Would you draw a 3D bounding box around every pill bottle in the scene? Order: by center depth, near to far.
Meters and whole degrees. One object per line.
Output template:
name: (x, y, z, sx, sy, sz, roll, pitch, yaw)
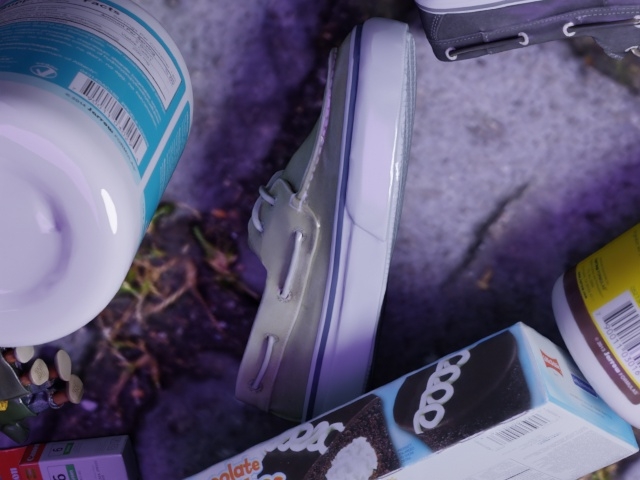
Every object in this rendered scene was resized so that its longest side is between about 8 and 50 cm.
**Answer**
pill bottle: (-0.155, -0.059, 1.026, 0.146, 0.264, 0.146, 3, 115, 6)
pill bottle: (0.258, 0.018, 1.097, 0.215, 0.117, 0.117, -35, 107, 20)

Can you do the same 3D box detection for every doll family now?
doll family: (-0.253, 0.069, 1.211, 0.111, 0.076, 0.193, -20, 107, 20)

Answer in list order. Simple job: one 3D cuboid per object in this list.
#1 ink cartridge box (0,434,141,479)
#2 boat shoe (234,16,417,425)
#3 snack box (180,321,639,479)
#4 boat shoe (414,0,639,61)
ink cartridge box: (-0.187, 0.177, 1.275, 0.115, 0.029, 0.062, -7, 115, 9)
boat shoe: (0.000, 0.000, 1.126, 0.094, 0.109, 0.302, 10, 119, 4)
snack box: (0.029, 0.161, 1.165, 0.322, 0.060, 0.187, -27, 155, 18)
boat shoe: (0.168, -0.142, 1.054, 0.229, 0.080, 0.076, -6, 121, 11)
